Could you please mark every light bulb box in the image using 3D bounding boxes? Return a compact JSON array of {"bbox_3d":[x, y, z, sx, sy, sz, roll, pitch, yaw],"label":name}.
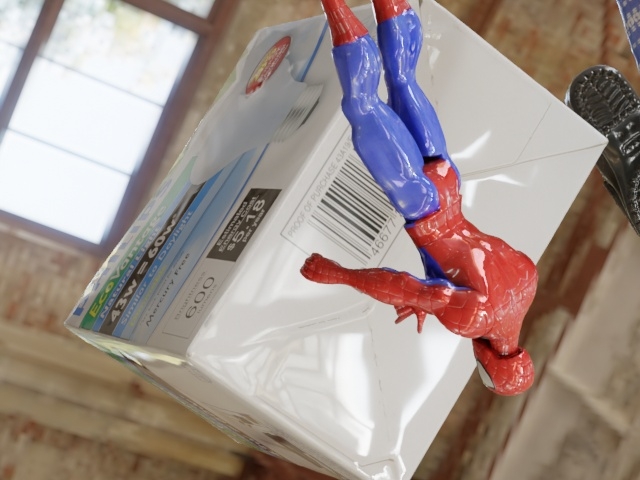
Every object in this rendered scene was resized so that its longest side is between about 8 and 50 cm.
[{"bbox_3d":[0.000,0.000,1.553,0.358,0.225,0.361,-58,-160,-12],"label":"light bulb box"}]

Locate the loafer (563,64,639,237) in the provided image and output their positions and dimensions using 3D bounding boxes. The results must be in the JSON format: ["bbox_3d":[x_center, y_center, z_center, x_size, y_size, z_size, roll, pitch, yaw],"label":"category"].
[{"bbox_3d":[0.311,-0.080,1.747,0.080,0.220,0.078,-30,-168,-3],"label":"loafer"}]

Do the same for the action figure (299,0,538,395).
[{"bbox_3d":[0.029,-0.029,1.011,0.139,0.280,0.091,-23,-173,42],"label":"action figure"}]

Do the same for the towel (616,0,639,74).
[{"bbox_3d":[0.303,-0.139,1.184,0.243,0.040,0.336,-40,-129,44],"label":"towel"}]
